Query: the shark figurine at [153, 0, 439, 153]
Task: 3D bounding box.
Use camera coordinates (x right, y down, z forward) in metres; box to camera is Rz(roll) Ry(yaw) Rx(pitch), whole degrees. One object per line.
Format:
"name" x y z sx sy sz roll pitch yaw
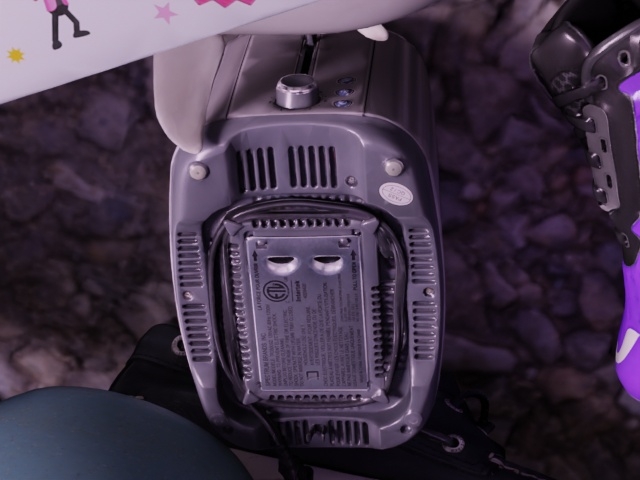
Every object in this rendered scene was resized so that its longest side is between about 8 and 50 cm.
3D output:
"shark figurine" 0.005 -0.141 0.831 0.278 0.166 0.116 -6 154 8

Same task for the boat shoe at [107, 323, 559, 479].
"boat shoe" 0.043 0.121 1.061 0.340 0.113 0.127 10 149 6

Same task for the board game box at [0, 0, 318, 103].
"board game box" -0.023 -0.191 0.740 0.224 0.303 0.097 -16 119 15

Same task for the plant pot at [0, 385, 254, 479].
"plant pot" -0.124 0.188 0.943 0.290 0.195 0.290 12 147 8

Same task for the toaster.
"toaster" 0.000 0.000 0.960 0.129 0.146 0.227 -1 123 7

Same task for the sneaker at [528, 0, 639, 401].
"sneaker" 0.167 -0.058 0.944 0.146 0.102 0.293 15 119 0
